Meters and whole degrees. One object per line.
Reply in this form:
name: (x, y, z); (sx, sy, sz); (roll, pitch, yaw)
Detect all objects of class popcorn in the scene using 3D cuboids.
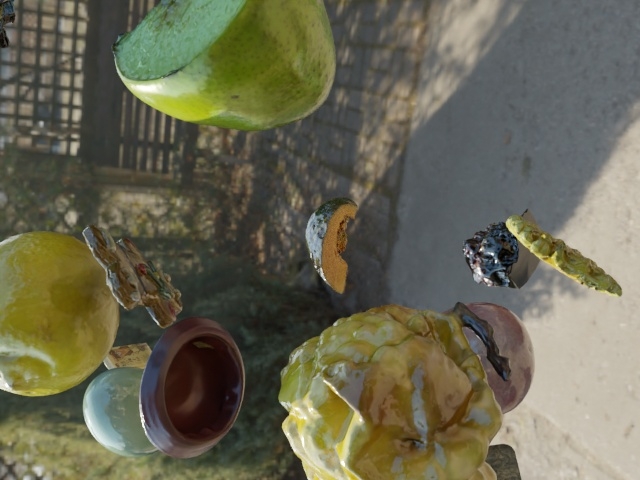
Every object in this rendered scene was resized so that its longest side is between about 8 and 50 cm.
popcorn: (0.121, 0.238, 1.101); (0.349, 0.382, 0.349); (38, 159, 18)

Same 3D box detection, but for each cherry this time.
cherry: (0.294, 0.211, 1.467); (0.239, 0.206, 0.239); (-24, 41, 23)

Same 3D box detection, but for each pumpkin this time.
pumpkin: (-0.003, 0.002, 2.174); (0.163, 0.111, 0.279); (0, 79, 47)

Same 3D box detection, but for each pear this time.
pear: (-0.112, -0.295, 1.260); (0.342, 0.318, 0.239); (-38, 53, 18)

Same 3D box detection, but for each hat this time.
hat: (-0.198, 0.217, 1.141); (0.089, 0.205, 0.206); (-5, 82, 40)

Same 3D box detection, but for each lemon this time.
lemon: (-0.576, 0.146, 1.579); (0.348, 0.348, 0.348); (-178, 90, -67)

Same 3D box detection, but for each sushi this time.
sushi: (0.425, 0.031, 1.829); (0.150, 0.153, 0.172); (2, 58, 41)

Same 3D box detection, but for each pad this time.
pad: (0.324, 0.500, 1.786); (0.055, 0.250, 0.323); (-72, -33, -67)

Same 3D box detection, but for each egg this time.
egg: (-0.332, 0.301, 1.355); (0.149, 0.192, 0.149); (-16, 52, 22)

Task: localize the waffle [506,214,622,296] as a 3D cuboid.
waffle: (0.496, 0.033, 1.571); (0.056, 0.261, 0.250); (-60, 3, 11)

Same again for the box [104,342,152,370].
box: (-0.485, 0.298, 1.953); (0.073, 0.149, 0.020); (48, 117, 25)

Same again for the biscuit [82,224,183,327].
biscuit: (-0.321, 0.068, 1.395); (0.197, 0.049, 0.301); (58, -179, 21)

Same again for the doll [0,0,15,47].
doll: (-0.460, -0.362, 1.077); (0.070, 0.096, 0.195); (47, 132, 30)
